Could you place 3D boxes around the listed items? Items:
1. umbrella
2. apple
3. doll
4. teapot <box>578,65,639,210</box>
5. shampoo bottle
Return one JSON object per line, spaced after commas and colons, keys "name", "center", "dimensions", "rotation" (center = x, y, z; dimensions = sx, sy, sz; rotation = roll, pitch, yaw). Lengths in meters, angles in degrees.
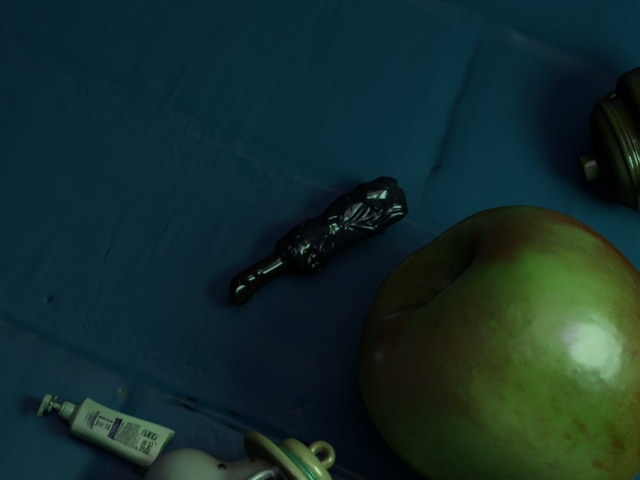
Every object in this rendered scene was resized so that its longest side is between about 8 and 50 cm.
{"name": "umbrella", "center": [-0.005, -0.004, 1.546], "dimensions": [0.248, 0.071, 0.071], "rotation": [-27, 70, -22]}
{"name": "apple", "center": [0.206, 0.126, 1.387], "dimensions": [0.277, 0.319, 0.319], "rotation": [46, 59, -16]}
{"name": "doll", "center": [-0.090, 0.321, 1.319], "dimensions": [0.208, 0.144, 0.272], "rotation": [-2, 58, 8]}
{"name": "teapot", "center": [0.395, -0.122, 1.644], "dimensions": [0.175, 0.186, 0.268], "rotation": [-18, 30, 4]}
{"name": "shampoo bottle", "center": [-0.224, 0.192, 1.408], "dimensions": [0.141, 0.034, 0.049], "rotation": [23, 66, 2]}
